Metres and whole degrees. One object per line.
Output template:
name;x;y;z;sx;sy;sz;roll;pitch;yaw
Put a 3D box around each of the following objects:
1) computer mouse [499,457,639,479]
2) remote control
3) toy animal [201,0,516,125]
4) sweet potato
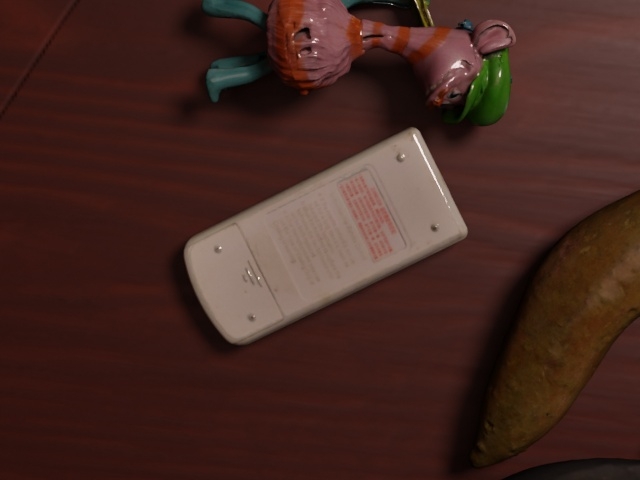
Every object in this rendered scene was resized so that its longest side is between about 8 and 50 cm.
computer mouse;0.205;0.222;0.789;0.269;0.100;0.170;11;121;4
remote control;0.000;0.000;0.831;0.190;0.029;0.088;-27;91;7
toy animal;0.024;-0.132;0.799;0.208;0.100;0.103;3;56;8
sweet potato;0.220;0.019;0.794;0.346;0.079;0.108;-33;119;6
